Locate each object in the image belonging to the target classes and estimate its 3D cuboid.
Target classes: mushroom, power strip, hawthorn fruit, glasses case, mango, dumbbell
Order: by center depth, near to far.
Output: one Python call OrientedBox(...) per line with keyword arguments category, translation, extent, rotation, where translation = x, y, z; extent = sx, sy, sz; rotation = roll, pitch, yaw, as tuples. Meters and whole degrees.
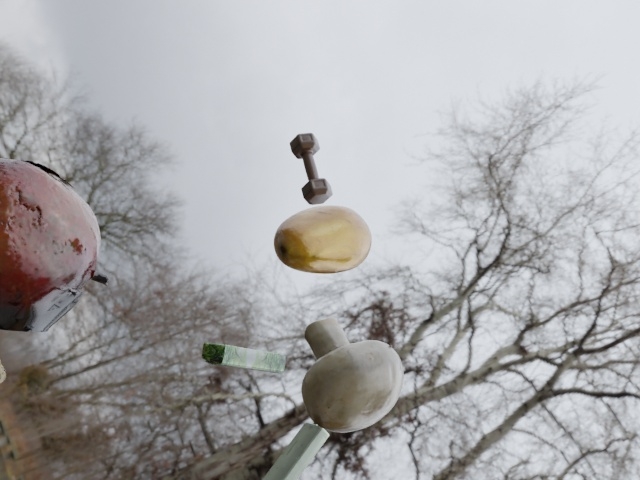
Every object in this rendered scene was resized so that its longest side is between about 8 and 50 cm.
OrientedBox(category="hawthorn fruit", translation=(-0.535, 0.017, 1.191), extent=(0.316, 0.316, 0.315), rotation=(39, -43, 49))
OrientedBox(category="mango", translation=(0.000, 0.000, 1.193), extent=(0.145, 0.219, 0.112), rotation=(21, -72, 29))
OrientedBox(category="mushroom", translation=(0.060, 0.354, 1.868), extent=(0.290, 0.293, 0.292), rotation=(52, -34, 41))
OrientedBox(category="power strip", translation=(-0.111, 0.679, 2.006), extent=(0.043, 0.367, 0.106), rotation=(49, -26, -17))
OrientedBox(category="dumbbell", translation=(-0.029, -0.218, 2.096), extent=(0.082, 0.092, 0.230), rotation=(106, -28, -58))
OrientedBox(category="glasses case", translation=(-0.228, 0.358, 2.104), extent=(0.095, 0.272, 0.062), rotation=(-2, -105, 39))

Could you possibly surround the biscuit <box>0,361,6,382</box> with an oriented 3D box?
OrientedBox(category="biscuit", translation=(-0.696, 0.257, 1.239), extent=(0.029, 0.254, 0.172), rotation=(24, -45, 36))
